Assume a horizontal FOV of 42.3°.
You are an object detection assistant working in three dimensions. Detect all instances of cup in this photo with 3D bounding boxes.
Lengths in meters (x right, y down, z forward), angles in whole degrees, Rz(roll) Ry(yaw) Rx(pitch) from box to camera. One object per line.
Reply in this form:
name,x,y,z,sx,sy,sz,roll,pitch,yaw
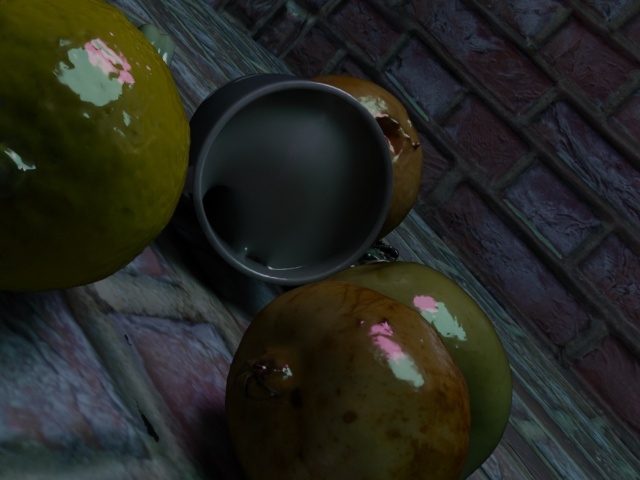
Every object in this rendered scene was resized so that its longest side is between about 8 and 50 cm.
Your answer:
cup,-0.111,-0.101,1.136,0.357,0.259,0.274,0,15,-14

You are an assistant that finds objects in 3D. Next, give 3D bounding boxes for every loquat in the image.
loquat,0.021,-0.135,1.481,0.328,0.328,0.328,43,12,-12

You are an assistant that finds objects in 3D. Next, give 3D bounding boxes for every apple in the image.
apple,0.103,0.148,1.021,0.295,0.233,0.258,43,14,-10

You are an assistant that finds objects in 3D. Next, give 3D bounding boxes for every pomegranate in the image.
pomegranate,0.021,0.155,0.770,0.248,0.248,0.248,43,12,-12

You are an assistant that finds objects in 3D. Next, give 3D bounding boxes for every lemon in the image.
lemon,-0.229,-0.087,0.675,0.245,0.245,0.320,41,6,-19

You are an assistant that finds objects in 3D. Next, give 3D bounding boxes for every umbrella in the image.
umbrella,0.105,0.036,1.684,0.106,0.113,0.357,23,13,0

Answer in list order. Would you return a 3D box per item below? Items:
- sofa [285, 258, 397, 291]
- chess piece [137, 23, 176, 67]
sofa,0.071,0.059,1.328,0.258,0.182,0.200,35,15,-39
chess piece,-0.360,-0.266,1.117,0.298,0.175,0.176,26,19,-22
